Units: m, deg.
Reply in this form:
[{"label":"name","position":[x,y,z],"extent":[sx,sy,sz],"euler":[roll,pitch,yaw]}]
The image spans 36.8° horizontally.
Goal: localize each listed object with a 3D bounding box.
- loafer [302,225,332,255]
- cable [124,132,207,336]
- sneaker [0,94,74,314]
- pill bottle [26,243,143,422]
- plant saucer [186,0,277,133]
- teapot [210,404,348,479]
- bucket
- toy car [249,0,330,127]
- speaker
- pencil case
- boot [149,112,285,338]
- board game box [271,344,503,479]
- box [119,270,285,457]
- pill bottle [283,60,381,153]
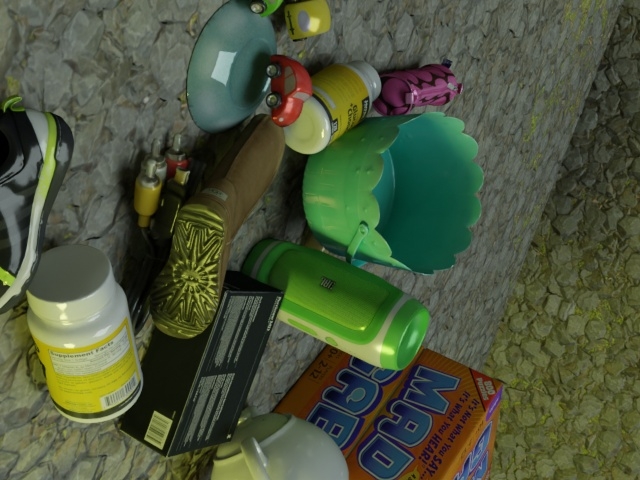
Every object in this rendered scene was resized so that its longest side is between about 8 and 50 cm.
[{"label":"loafer","position":[0.000,0.000,1.707],"extent":[0.050,0.056,0.148],"euler":[-45,148,-51]},{"label":"cable","position":[-0.226,-0.010,1.287],"extent":[0.287,0.072,0.139],"euler":[-66,175,29]},{"label":"sneaker","position":[-0.340,-0.038,1.005],"extent":[0.097,0.084,0.234],"euler":[13,99,-41]},{"label":"pill bottle","position":[-0.286,0.113,1.161],"extent":[0.119,0.119,0.208],"euler":[-45,148,-38]},{"label":"plant saucer","position":[-0.108,-0.233,1.317],"extent":[0.195,0.037,0.194],"euler":[-45,147,-40]},{"label":"teapot","position":[-0.089,0.372,1.603],"extent":[0.252,0.256,0.187],"euler":[-32,96,-47]},{"label":"bucket","position":[0.117,-0.080,1.577],"extent":[0.281,0.183,0.281],"euler":[-7,100,-45]},{"label":"toy car","position":[-0.049,-0.303,1.294],"extent":[0.225,0.053,0.239],"euler":[59,36,-48]},{"label":"speaker","position":[0.020,0.099,1.543],"extent":[0.131,0.297,0.131],"euler":[-45,147,-39]},{"label":"pencil case","position":[0.178,-0.278,1.774],"extent":[0.209,0.098,0.095],"euler":[-27,134,-53]},{"label":"boot","position":[-0.131,-0.022,1.329],"extent":[0.269,0.089,0.236],"euler":[-64,179,-57]},{"label":"board game box","position":[0.126,0.447,1.987],"extent":[0.356,0.356,0.356],"euler":[-48,149,-36]},{"label":"box","position":[-0.175,0.180,1.459],"extent":[0.184,0.103,0.261],"euler":[10,101,-62]},{"label":"pill bottle","position":[0.017,-0.215,1.500],"extent":[0.184,0.103,0.103],"euler":[-41,145,-43]}]
